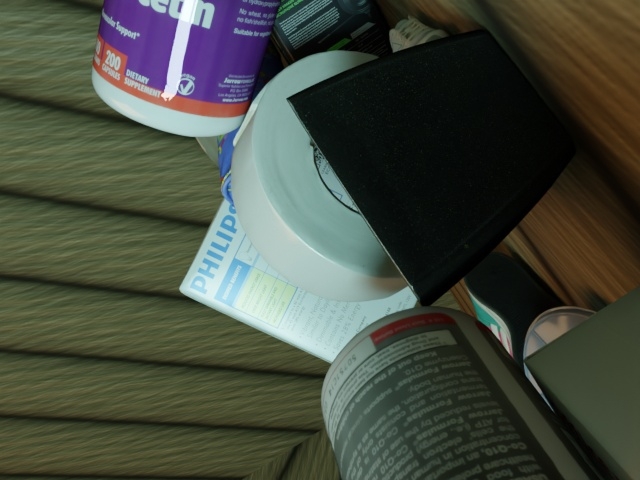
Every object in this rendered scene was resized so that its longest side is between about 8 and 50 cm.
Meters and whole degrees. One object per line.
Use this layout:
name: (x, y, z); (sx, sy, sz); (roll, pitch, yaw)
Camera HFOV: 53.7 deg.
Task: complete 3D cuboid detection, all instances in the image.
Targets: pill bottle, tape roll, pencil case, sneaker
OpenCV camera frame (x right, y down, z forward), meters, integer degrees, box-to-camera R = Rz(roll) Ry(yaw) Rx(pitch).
pill bottle: (-0.127, -0.287, 0.673); (0.181, 0.323, 0.181); (17, -154, -9)
tape roll: (0.042, -0.076, 0.738); (0.286, 0.286, 0.100); (57, 151, 6)
pencil case: (-0.096, -0.169, 0.899); (0.119, 0.133, 0.306); (23, -142, -38)
sneaker: (0.094, -0.197, 0.642); (0.061, 0.054, 0.152); (59, -176, -8)
pill bottle: (0.104, 0.182, 0.412); (0.161, 0.161, 0.283); (54, -174, -28)
sneaker: (0.315, 0.166, 0.923); (0.178, 0.124, 0.295); (56, -173, -40)

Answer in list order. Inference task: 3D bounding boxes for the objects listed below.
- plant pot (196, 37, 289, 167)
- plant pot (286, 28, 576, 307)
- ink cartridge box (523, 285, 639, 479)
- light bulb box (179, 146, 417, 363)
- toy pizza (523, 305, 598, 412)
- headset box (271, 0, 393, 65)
plant pot: (-0.092, -0.321, 1.314); (0.323, 0.280, 0.323); (46, -147, -43)
plant pot: (0.104, -0.067, 0.551); (0.187, 0.167, 0.188); (57, -175, 13)
ink cartridge box: (0.285, 0.197, 0.386); (0.307, 0.129, 0.223); (56, -176, -11)
light bulb box: (0.000, 0.000, 1.121); (0.361, 0.358, 0.225); (26, 179, -5)
toy pizza: (0.309, 0.163, 0.697); (0.201, 0.032, 0.201); (42, 143, 43)
headset box: (0.000, -0.304, 0.912); (0.283, 0.131, 0.246); (54, -175, -32)
